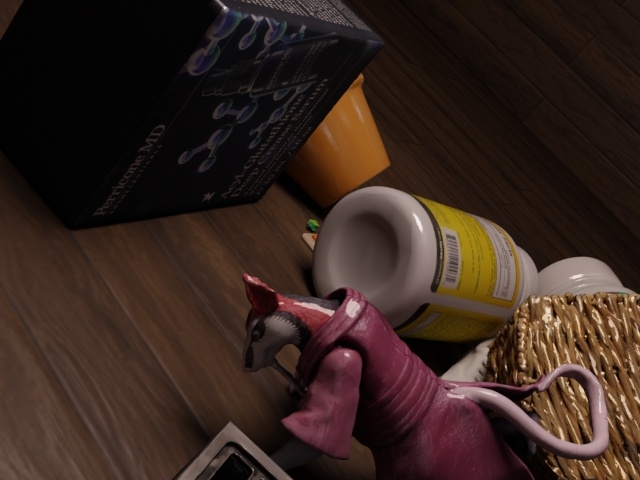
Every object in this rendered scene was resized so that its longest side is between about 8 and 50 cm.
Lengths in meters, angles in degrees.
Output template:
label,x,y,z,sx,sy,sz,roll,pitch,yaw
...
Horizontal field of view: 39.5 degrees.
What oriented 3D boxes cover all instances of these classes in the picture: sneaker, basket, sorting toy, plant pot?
label,x,y,z,sx,sy,sz,roll,pitch,yaw
sneaker,0.206,0.188,1.170,0.094,0.091,0.258,42,23,2
basket,0.301,0.239,1.077,0.213,0.223,0.299,-2,58,-14
sorting toy,0.000,0.000,1.287,0.083,0.012,0.062,51,26,21
plant pot,0.006,-0.160,1.375,0.188,0.205,0.205,56,24,-2

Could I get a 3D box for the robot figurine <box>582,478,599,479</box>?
label,x,y,z,sx,sy,sz,roll,pitch,yaw
robot figurine,0.179,0.327,0.717,0.278,0.209,0.173,-45,128,-39

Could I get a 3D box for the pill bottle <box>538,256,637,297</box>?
label,x,y,z,sx,sy,sz,roll,pitch,yaw
pill bottle,0.448,0.199,1.376,0.204,0.204,0.361,27,27,-29

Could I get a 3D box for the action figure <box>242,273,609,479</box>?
label,x,y,z,sx,sy,sz,roll,pitch,yaw
action figure,0.068,0.153,0.831,0.370,0.276,0.248,47,26,-21

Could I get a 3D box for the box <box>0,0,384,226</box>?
label,x,y,z,sx,sy,sz,roll,pitch,yaw
box,-0.153,-0.206,1.065,0.212,0.293,0.395,47,24,14

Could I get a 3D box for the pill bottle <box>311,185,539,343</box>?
label,x,y,z,sx,sy,sz,roll,pitch,yaw
pill bottle,0.160,0.046,1.232,0.334,0.188,0.188,14,35,-47

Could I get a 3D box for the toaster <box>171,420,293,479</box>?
label,x,y,z,sx,sy,sz,roll,pitch,yaw
toaster,-0.065,0.243,0.642,0.168,0.110,0.186,42,23,4
